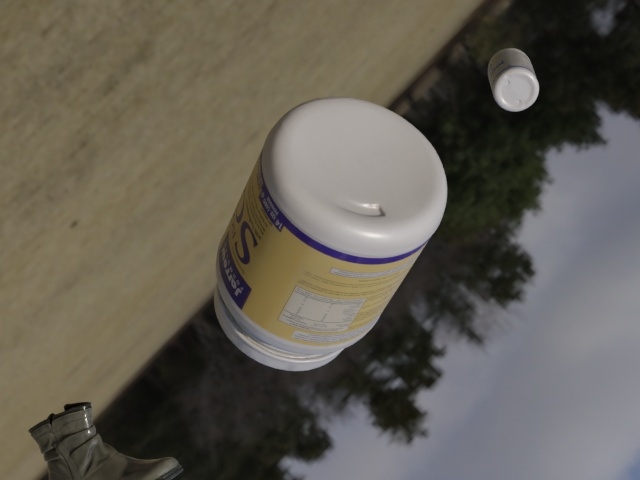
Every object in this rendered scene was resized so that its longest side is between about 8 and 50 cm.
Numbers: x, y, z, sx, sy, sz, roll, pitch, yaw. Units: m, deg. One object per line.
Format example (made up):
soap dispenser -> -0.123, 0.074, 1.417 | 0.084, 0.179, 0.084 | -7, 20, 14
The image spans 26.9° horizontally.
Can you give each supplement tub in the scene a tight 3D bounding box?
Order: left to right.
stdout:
supplement tub -> 0.000, 0.000, 1.748 | 0.241, 0.241, 0.331 | -47, 171, -41
supplement tub -> 0.294, -0.246, 2.045 | 0.071, 0.071, 0.107 | -43, -162, 19

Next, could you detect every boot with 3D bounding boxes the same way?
boot -> -0.335, 0.318, 2.020 | 0.246, 0.161, 0.083 | -18, -179, 29
